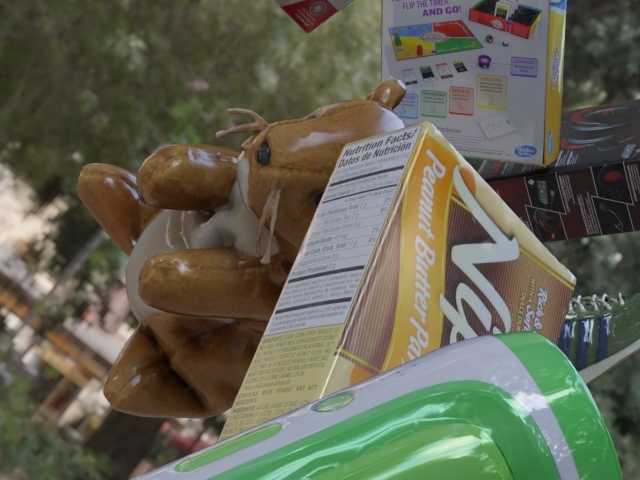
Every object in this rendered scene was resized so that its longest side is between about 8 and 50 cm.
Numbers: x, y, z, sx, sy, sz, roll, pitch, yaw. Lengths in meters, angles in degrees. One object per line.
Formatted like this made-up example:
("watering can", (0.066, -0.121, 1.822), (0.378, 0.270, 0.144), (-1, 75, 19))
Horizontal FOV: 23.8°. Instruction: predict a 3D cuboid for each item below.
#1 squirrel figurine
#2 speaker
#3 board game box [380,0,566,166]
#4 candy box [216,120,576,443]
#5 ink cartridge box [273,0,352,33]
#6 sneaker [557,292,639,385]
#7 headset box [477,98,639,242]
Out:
("squirrel figurine", (0.000, 0.000, 1.513), (0.397, 0.281, 0.370), (18, -40, -32))
("speaker", (-0.006, 0.149, 0.742), (0.131, 0.296, 0.131), (158, -90, -79))
("board game box", (0.199, -0.268, 1.994), (0.242, 0.317, 0.064), (9, 19, 25))
("candy box", (0.048, 0.103, 0.982), (0.087, 0.316, 0.183), (-13, -46, 43))
("ink cartridge box", (0.006, -0.318, 1.467), (0.128, 0.176, 0.127), (38, 21, -58))
("sneaker", (0.205, 0.071, 1.230), (0.086, 0.192, 0.064), (56, 8, 3))
("headset box", (0.353, -0.094, 2.103), (0.293, 0.218, 0.110), (-8, -65, 25))
